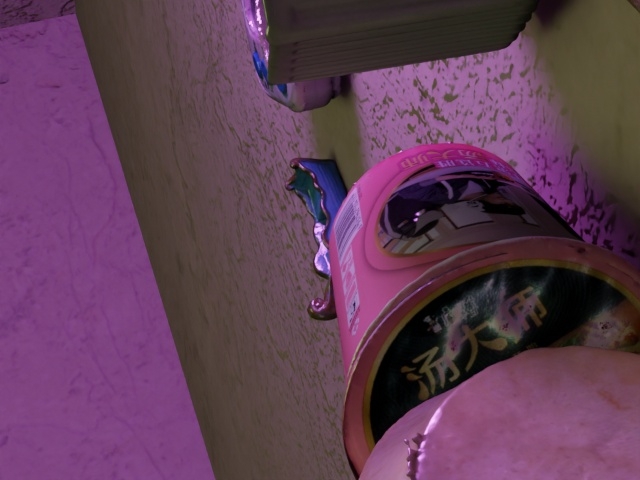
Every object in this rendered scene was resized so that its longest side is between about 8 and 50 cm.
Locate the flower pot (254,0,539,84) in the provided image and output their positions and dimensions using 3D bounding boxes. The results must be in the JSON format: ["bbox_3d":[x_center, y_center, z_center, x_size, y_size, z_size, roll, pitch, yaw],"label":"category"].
[{"bbox_3d":[0.035,-0.230,1.193,0.209,0.190,0.239,84,174,-49],"label":"flower pot"}]

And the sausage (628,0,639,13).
[{"bbox_3d":[0.182,-0.164,1.037,0.269,0.033,0.033,-119,20,-51],"label":"sausage"}]

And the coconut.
[{"bbox_3d":[0.153,0.232,1.012,0.323,0.323,0.323,167,90,-78],"label":"coconut"}]

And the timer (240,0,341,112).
[{"bbox_3d":[-0.035,-0.237,1.842,0.208,0.069,0.190,-136,34,-70],"label":"timer"}]

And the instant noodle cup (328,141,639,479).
[{"bbox_3d":[0.107,0.051,1.230,0.255,0.244,0.244,-109,10,-62],"label":"instant noodle cup"}]

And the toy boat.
[{"bbox_3d":[0.000,0.000,1.918,0.075,0.077,0.185,107,147,-65],"label":"toy boat"}]
